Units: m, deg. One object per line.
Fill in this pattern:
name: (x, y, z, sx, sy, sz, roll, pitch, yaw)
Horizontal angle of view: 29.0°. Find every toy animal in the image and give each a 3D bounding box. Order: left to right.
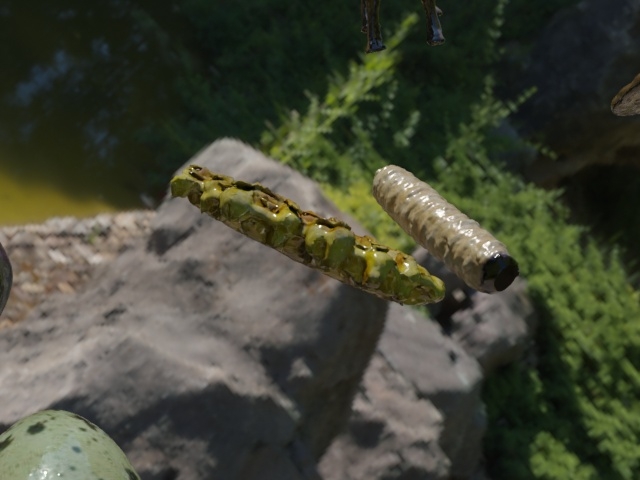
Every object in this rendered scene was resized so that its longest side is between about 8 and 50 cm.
toy animal: (0.044, -0.239, 0.946, 0.214, 0.094, 0.186, -89, 171, -68)

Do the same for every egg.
egg: (-0.217, 0.245, 1.006, 0.177, 0.177, 0.228, 27, 45, -48)

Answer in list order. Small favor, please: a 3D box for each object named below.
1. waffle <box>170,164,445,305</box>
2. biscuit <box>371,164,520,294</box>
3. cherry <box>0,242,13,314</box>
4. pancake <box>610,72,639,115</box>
waffle: (-0.001, 0.002, 1.169, 0.291, 0.051, 0.291, 26, -1, 0)
biscuit: (0.123, -0.011, 1.260, 0.219, 0.055, 0.061, 45, -6, 47)
cherry: (-0.492, 0.047, 1.527, 0.213, 0.183, 0.266, 23, 56, -6)
pancake: (0.318, -0.144, 0.954, 0.199, 0.199, 0.021, -2, 68, -66)
